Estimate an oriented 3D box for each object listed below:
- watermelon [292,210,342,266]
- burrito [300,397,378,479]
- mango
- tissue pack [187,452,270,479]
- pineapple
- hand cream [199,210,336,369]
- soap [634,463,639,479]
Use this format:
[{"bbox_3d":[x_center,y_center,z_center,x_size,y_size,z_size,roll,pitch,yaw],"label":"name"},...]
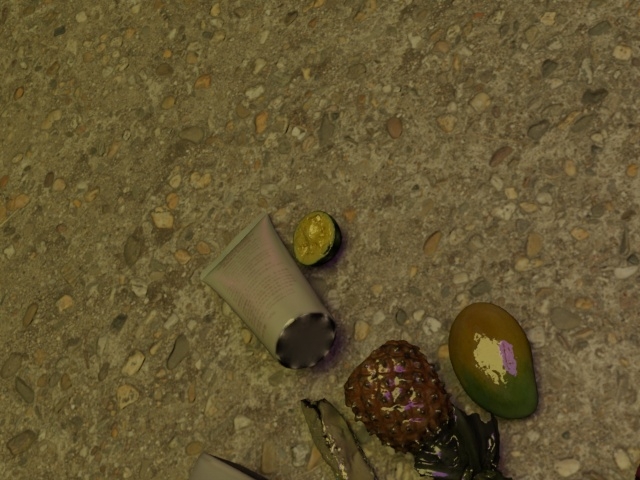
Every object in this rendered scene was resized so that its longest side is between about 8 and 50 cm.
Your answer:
[{"bbox_3d":[0.000,0.000,1.542,0.105,0.062,0.106,-14,69,41],"label":"watermelon"},{"bbox_3d":[0.033,0.348,1.374,0.063,0.058,0.230,-39,55,9],"label":"burrito"},{"bbox_3d":[0.274,0.191,1.319,0.130,0.092,0.195,-34,66,5],"label":"mango"},{"bbox_3d":[-0.155,0.489,1.335,0.135,0.159,0.246,17,74,28],"label":"tissue pack"},{"bbox_3d":[0.194,0.314,1.268,0.165,0.165,0.364,-44,63,0],"label":"pineapple"},{"bbox_3d":[-0.096,0.091,1.518,0.185,0.118,0.359,-47,40,3],"label":"hand cream"},{"bbox_3d":[0.545,0.328,1.081,0.250,0.162,0.099,24,79,32],"label":"soap"}]
